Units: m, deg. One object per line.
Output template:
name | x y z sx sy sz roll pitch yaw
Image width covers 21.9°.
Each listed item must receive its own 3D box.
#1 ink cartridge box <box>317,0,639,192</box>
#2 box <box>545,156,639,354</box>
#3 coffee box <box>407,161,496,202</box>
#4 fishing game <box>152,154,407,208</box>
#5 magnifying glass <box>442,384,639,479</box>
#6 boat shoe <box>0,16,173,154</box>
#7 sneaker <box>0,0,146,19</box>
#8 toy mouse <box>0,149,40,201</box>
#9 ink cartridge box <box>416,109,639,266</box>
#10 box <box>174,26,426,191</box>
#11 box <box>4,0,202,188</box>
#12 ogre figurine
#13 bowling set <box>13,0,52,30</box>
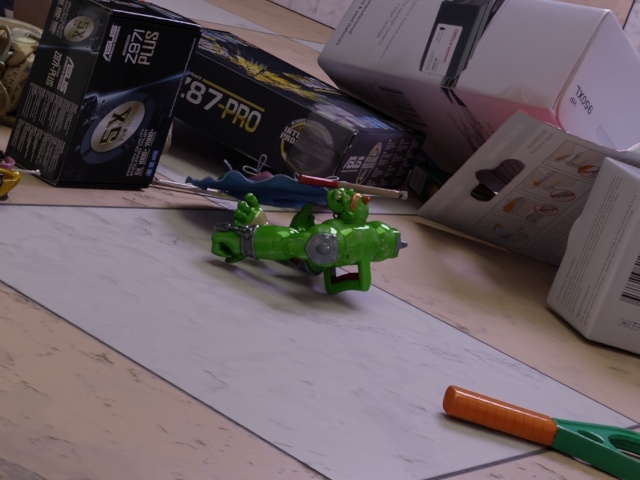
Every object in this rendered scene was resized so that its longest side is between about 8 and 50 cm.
ink cartridge box | 0.240 -0.189 2.190 0.395 0.166 0.285 18 -19 41
box | 0.370 0.029 1.792 0.181 0.181 0.119 16 13 -20
coffee box | 0.193 -0.048 2.173 0.113 0.040 0.184 17 12 -21
fishing game | -0.042 -0.060 1.673 0.189 0.041 0.264 8 -5 -38
magnifying glass | 0.208 0.161 1.339 0.231 0.026 0.092 17 13 -13
boat shoe | -0.289 -0.164 1.759 0.285 0.105 0.089 18 10 -12
sneaker | -0.380 -0.350 2.350 0.350 0.131 0.148 11 11 -37
toy mouse | -0.325 -0.068 1.461 0.143 0.031 0.161 27 14 26
ink cartridge box | 0.349 -0.060 1.970 0.384 0.091 0.308 18 -27 -12
box | -0.061 -0.165 2.058 0.318 0.097 0.395 30 10 13
box | -0.212 -0.148 1.630 0.077 0.180 0.147 27 14 30
ogre figurine | 0.000 0.000 1.559 0.118 0.097 0.197 7 -13 34
bowling set | -0.455 -0.250 1.865 0.287 0.154 0.200 25 32 13
